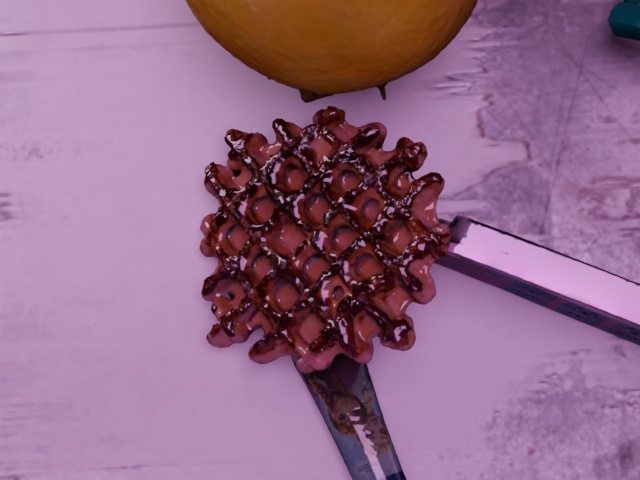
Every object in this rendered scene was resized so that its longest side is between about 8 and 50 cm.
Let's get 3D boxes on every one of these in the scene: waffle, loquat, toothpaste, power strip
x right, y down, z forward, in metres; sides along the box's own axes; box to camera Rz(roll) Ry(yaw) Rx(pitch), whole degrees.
[{"bbox_3d":[0.000,0.000,1.310,0.234,0.055,0.221,-2,82,28],"label":"waffle"},{"bbox_3d":[0.008,-0.239,1.285,0.275,0.275,0.274,0,82,-2],"label":"loquat"},{"bbox_3d":[0.038,0.173,1.335,0.062,0.037,0.216,-21,78,-4],"label":"toothpaste"},{"bbox_3d":[0.224,0.046,1.322,0.279,0.109,0.037,22,83,1],"label":"power strip"}]

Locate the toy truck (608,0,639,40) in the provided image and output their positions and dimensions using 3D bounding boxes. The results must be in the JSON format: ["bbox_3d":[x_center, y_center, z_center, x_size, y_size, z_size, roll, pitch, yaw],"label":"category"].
[{"bbox_3d":[0.433,-0.186,1.298,0.363,0.176,0.178,28,84,27],"label":"toy truck"}]
